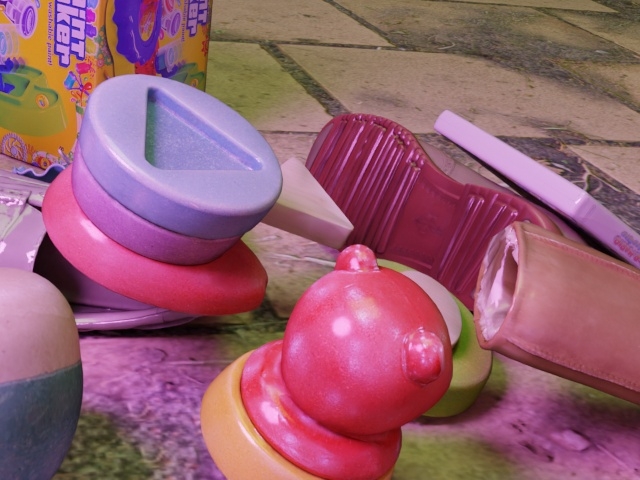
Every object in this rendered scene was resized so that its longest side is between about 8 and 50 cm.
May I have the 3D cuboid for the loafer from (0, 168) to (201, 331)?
[{"bbox_3d":[-0.214,0.007,0.798,0.319,0.112,0.111,2,11,-14],"label":"loafer"}]

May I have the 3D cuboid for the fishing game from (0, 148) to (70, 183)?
[{"bbox_3d":[-0.158,-0.050,0.942,0.189,0.041,0.264,12,-3,-38],"label":"fishing game"}]

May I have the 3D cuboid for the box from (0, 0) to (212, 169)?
[{"bbox_3d":[-0.270,-0.245,1.174,0.279,0.290,0.177,19,24,29],"label":"box"}]

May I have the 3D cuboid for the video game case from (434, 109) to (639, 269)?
[{"bbox_3d":[0.224,-0.024,1.007,0.206,0.026,0.227,32,6,-32],"label":"video game case"}]

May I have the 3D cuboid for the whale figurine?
[{"bbox_3d":[-0.237,0.089,0.605,0.216,0.141,0.272,-5,0,-38],"label":"whale figurine"}]

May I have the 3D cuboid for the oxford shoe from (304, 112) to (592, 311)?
[{"bbox_3d":[0.107,-0.013,0.997,0.130,0.123,0.348,19,13,-39],"label":"oxford shoe"}]

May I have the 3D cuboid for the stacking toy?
[{"bbox_3d":[0.000,0.000,0.729,0.309,0.130,0.279,46,33,21],"label":"stacking toy"}]

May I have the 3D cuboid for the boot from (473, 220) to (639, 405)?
[{"bbox_3d":[0.242,0.048,0.791,0.269,0.089,0.236,22,22,-4],"label":"boot"}]
